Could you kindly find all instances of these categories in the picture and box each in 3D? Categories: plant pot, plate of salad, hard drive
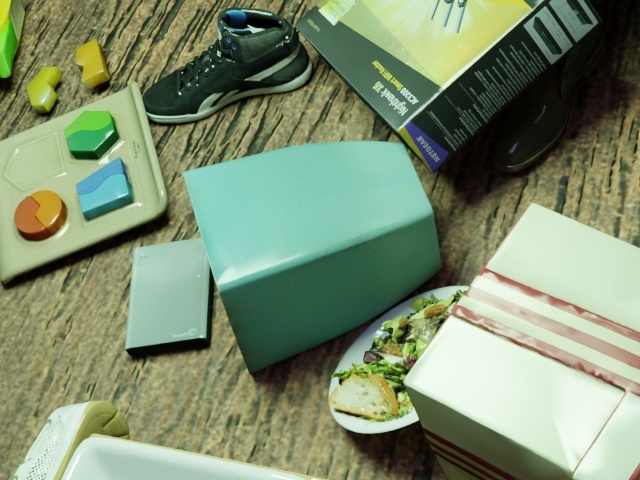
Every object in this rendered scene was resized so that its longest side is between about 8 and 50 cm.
[{"bbox_3d":[0.000,0.000,1.553,0.234,0.165,0.166,-18,53,-2],"label":"plant pot"},{"bbox_3d":[0.088,0.111,1.476,0.199,0.048,0.200,-29,28,17],"label":"plate of salad"},{"bbox_3d":[-0.167,0.063,1.646,0.094,0.022,0.135,-9,55,12],"label":"hard drive"}]

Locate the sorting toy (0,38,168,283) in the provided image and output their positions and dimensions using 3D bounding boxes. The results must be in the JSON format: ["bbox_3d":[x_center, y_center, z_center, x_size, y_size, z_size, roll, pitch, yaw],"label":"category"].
[{"bbox_3d":[-0.315,-0.112,1.790,0.229,0.041,0.307,-25,52,8],"label":"sorting toy"}]

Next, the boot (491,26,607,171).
[{"bbox_3d":[0.244,-0.185,1.629,0.082,0.106,0.219,19,64,29],"label":"boot"}]

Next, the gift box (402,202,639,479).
[{"bbox_3d":[0.245,0.146,1.303,0.258,0.276,0.255,26,73,29],"label":"gift box"}]

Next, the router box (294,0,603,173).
[{"bbox_3d":[0.132,-0.243,1.645,0.243,0.081,0.309,-42,37,3],"label":"router box"}]

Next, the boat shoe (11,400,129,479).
[{"bbox_3d":[-0.288,0.290,1.492,0.096,0.098,0.277,-4,49,39],"label":"boat shoe"}]

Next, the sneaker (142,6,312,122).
[{"bbox_3d":[-0.128,-0.221,1.768,0.216,0.121,0.079,-16,52,7],"label":"sneaker"}]

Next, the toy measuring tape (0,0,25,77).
[{"bbox_3d":[-0.454,-0.314,1.952,0.121,0.121,0.330,-12,46,10],"label":"toy measuring tape"}]

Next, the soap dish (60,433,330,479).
[{"bbox_3d":[-0.135,0.317,1.389,0.290,0.118,0.229,6,59,27],"label":"soap dish"}]
